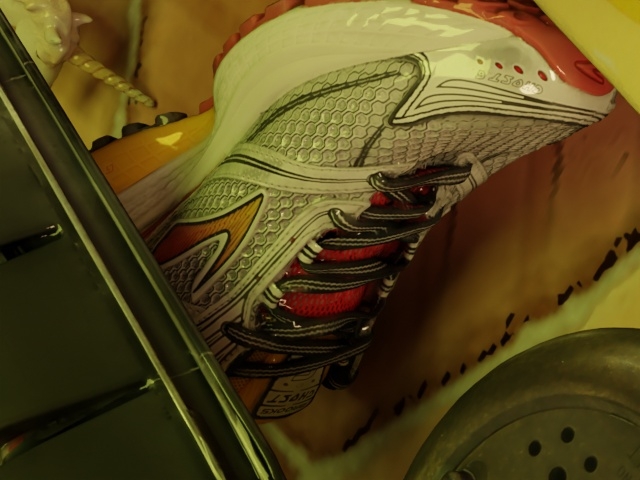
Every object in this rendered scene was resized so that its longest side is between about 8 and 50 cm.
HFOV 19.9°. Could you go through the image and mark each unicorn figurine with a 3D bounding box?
[{"bbox_3d":[-0.132,-0.092,0.685,0.111,0.060,0.162,-38,52,34],"label":"unicorn figurine"}]

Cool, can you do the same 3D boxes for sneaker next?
[{"bbox_3d":[0.000,0.000,0.500,0.225,0.088,0.093,-32,60,48],"label":"sneaker"}]

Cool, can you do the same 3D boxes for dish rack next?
[{"bbox_3d":[-0.105,0.085,0.540,0.208,0.074,0.271,57,149,31],"label":"dish rack"}]

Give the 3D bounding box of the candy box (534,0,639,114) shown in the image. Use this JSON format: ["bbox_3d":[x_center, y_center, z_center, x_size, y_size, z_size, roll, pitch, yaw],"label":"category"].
[{"bbox_3d":[0.083,-0.172,0.452,0.183,0.087,0.316,-54,43,21],"label":"candy box"}]

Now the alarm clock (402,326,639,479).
[{"bbox_3d":[0.078,0.069,0.399,0.192,0.064,0.129,-54,44,16],"label":"alarm clock"}]
